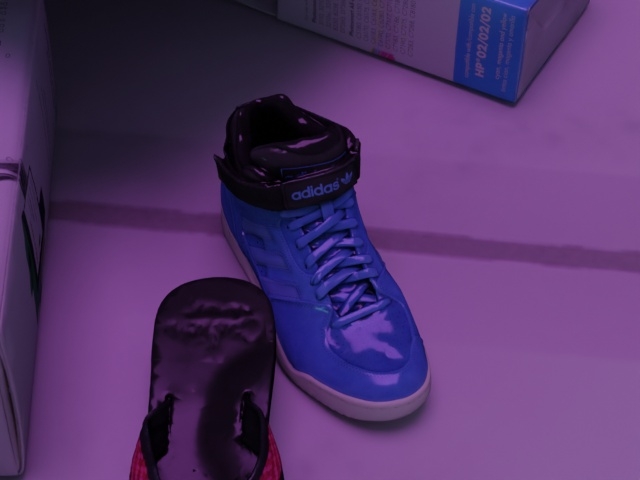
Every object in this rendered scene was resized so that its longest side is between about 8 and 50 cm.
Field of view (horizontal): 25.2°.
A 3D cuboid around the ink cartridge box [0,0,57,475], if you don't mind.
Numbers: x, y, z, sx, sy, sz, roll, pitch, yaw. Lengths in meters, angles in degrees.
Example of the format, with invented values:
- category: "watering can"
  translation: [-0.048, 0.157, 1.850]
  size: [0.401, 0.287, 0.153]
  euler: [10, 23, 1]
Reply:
- category: "ink cartridge box"
  translation: [-0.199, -0.009, 0.600]
  size: [0.160, 0.092, 0.219]
  euler: [-1, 46, -4]

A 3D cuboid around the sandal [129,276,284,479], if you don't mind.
- category: "sandal"
  translation: [-0.043, 0.084, 0.536]
  size: [0.067, 0.040, 0.179]
  euler: [-3, 56, -2]

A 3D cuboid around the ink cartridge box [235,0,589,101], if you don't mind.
- category: "ink cartridge box"
  translation: [0.046, -0.153, 0.765]
  size: [0.181, 0.061, 0.104]
  euler: [22, 49, 20]

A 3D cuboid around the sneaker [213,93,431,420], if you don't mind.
- category: "sneaker"
  translation: [-0.001, 0.000, 0.600]
  size: [0.058, 0.084, 0.152]
  euler: [-17, 49, -17]
